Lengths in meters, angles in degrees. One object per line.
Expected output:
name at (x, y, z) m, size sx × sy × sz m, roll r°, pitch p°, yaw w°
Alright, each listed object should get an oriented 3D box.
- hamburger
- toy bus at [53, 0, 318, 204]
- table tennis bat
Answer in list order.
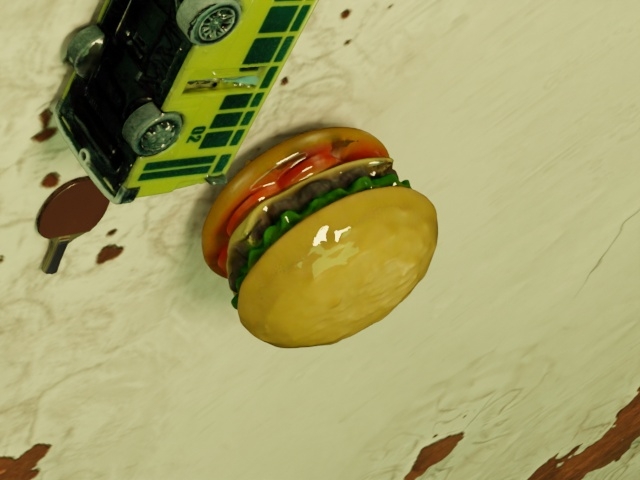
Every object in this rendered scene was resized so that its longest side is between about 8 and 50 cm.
hamburger at (0.000, 0.000, 1.215) m, size 0.162 × 0.115 × 0.162 m, roll -25°, pitch 150°, yaw -15°
toy bus at (-0.072, -0.109, 0.995) m, size 0.101 × 0.088 × 0.175 m, roll -10°, pitch 142°, yaw -42°
table tennis bat at (-0.160, -0.010, 1.137) m, size 0.050 × 0.007 × 0.083 m, roll -10°, pitch 141°, yaw -40°
